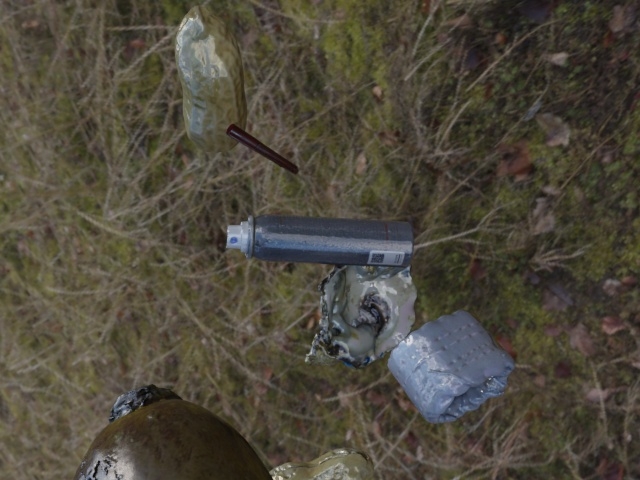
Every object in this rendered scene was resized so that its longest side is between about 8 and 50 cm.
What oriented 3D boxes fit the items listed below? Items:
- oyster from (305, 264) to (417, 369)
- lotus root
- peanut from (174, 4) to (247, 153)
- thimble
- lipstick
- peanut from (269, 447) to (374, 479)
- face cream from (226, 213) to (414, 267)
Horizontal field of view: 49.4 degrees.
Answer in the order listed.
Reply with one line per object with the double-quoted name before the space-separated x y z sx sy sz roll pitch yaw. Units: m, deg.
"oyster" 0.076 0.121 1.227 0.083 0.223 0.214 -2 80 58
"lotus root" -0.069 0.170 0.361 0.209 0.120 0.120 57 146 34
"peanut" -0.226 -0.327 1.449 0.140 0.153 0.325 -2 126 1
"thimble" 0.186 0.181 0.986 0.118 0.151 0.127 55 160 33
"lipstick" -0.114 -0.182 1.415 0.177 0.027 0.027 30 152 -31
"peanut" -0.022 0.534 1.514 0.130 0.290 0.130 161 90 -88
"face cream" 0.000 0.000 1.062 0.073 0.284 0.073 -177 90 -80
